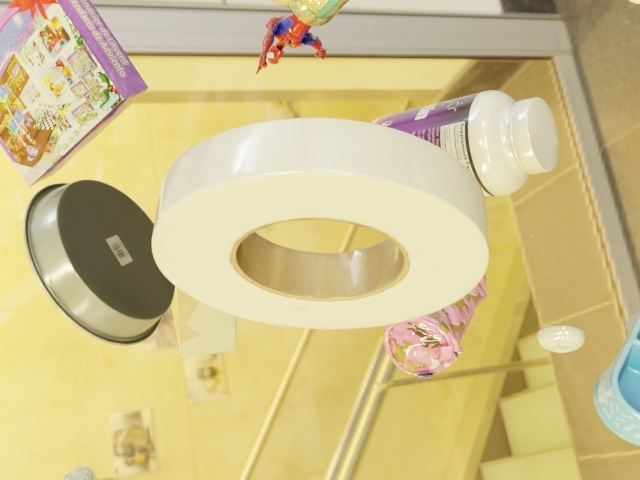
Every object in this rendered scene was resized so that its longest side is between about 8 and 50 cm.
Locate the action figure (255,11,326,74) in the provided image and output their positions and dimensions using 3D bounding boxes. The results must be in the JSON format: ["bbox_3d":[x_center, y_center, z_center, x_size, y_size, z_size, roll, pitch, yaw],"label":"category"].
[{"bbox_3d":[-0.014,-0.342,1.266,0.280,0.091,0.139,-40,38,48],"label":"action figure"}]

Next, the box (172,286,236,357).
[{"bbox_3d":[-0.239,0.086,1.653,0.311,0.121,0.148,96,160,-45],"label":"box"}]

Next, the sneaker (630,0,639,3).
[{"bbox_3d":[0.579,-0.420,1.235,0.115,0.281,0.105,65,-140,-59],"label":"sneaker"}]

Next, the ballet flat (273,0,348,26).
[{"bbox_3d":[-0.052,-0.358,0.982,0.348,0.123,0.123,-122,34,-46],"label":"ballet flat"}]

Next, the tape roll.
[{"bbox_3d":[0.000,0.000,0.955,0.392,0.392,0.072,124,153,-58],"label":"tape roll"}]

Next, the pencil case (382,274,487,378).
[{"bbox_3d":[0.276,0.163,1.894,0.160,0.386,0.167,-33,97,30],"label":"pencil case"}]

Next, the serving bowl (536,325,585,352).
[{"bbox_3d":[0.425,0.179,1.443,0.083,0.083,0.027,124,157,-58],"label":"serving bowl"}]

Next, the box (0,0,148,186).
[{"bbox_3d":[-0.395,-0.227,1.175,0.293,0.057,0.201,-28,99,41],"label":"box"}]

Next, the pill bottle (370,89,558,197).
[{"bbox_3d":[0.240,-0.157,1.432,0.323,0.181,0.182,-8,86,38],"label":"pill bottle"}]

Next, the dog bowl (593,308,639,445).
[{"bbox_3d":[0.602,0.219,1.442,0.166,0.297,0.074,27,150,20],"label":"dog bowl"}]

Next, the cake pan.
[{"bbox_3d":[-0.339,0.025,1.307,0.054,0.293,0.293,-30,59,23],"label":"cake pan"}]

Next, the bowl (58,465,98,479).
[{"bbox_3d":[-0.466,0.522,1.546,0.080,0.170,0.170,51,171,-24],"label":"bowl"}]
